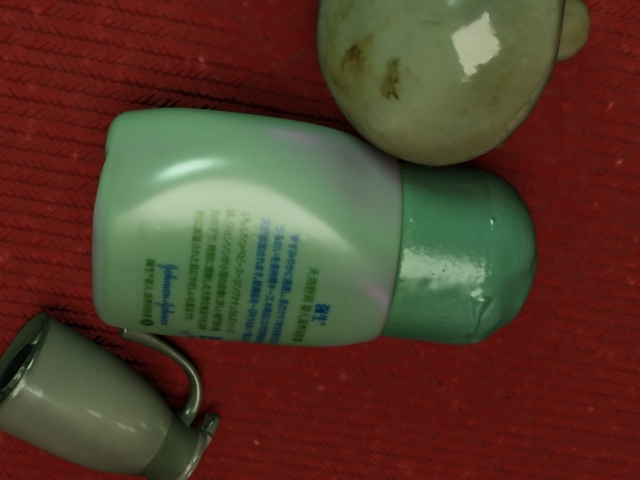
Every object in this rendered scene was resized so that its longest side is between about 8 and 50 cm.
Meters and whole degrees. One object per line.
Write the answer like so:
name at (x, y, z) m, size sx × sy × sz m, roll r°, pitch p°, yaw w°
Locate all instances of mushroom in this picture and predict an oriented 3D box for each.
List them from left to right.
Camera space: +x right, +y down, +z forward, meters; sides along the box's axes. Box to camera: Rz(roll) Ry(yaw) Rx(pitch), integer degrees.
mushroom at (0.110, -0.158, 0.856) m, size 0.215 × 0.207 × 0.207 m, roll -3°, pitch 122°, yaw -38°

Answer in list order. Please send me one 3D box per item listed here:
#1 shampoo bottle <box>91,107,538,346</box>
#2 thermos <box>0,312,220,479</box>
shampoo bottle at (0.000, 0.000, 0.925) m, size 0.349 × 0.151 × 0.222 m, roll 6°, pitch 138°, yaw -5°
thermos at (-0.182, 0.141, 1.030) m, size 0.193 × 0.105 × 0.137 m, roll 33°, pitch 79°, yaw -21°
